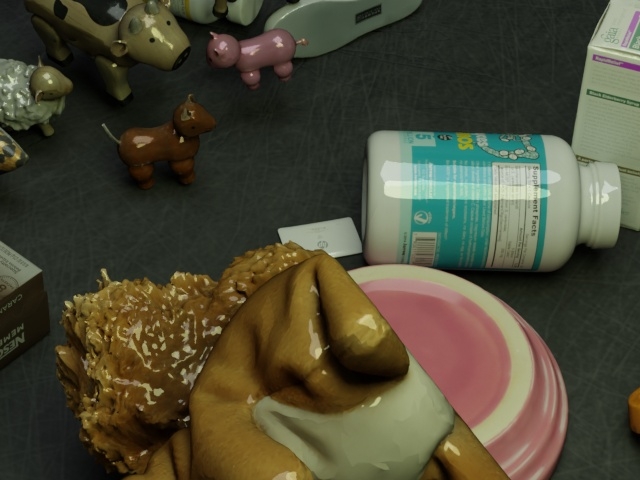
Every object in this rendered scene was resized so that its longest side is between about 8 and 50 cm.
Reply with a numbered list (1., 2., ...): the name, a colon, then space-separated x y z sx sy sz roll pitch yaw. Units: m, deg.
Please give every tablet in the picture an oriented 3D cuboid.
1. tablet: 0.000 0.000 1.950 0.083 0.006 0.054 -10 48 -12

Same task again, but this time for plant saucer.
1. plant saucer: 0.079 0.140 1.767 0.332 0.084 0.332 2 47 -2

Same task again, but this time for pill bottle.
1. pill bottle: 0.177 -0.040 1.903 0.264 0.146 0.146 2 46 -2
2. pill bottle: -0.162 -0.321 2.183 0.184 0.103 0.103 19 48 15

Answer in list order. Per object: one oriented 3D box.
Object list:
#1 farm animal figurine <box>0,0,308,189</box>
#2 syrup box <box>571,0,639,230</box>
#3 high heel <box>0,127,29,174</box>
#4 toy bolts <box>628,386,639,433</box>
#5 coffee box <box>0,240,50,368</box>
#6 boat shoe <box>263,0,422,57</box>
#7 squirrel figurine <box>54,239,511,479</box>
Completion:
1. farm animal figurine: -0.193 -0.244 2.004 0.326 0.172 0.330 17 64 15
2. syrup box: 0.327 -0.134 1.937 0.096 0.237 0.093 17 47 13
3. high heel: -0.454 -0.075 1.933 0.261 0.093 0.186 15 43 29
4. toy bolts: 0.424 0.203 1.727 0.228 0.159 0.218 -22 10 -10
5. coffee box: -0.409 0.038 1.826 0.246 0.098 0.141 33 53 26
6. boat shoe: 0.017 -0.287 2.181 0.228 0.080 0.076 -25 46 -26
7. squirrel figurine: -0.088 0.186 1.560 0.370 0.281 0.397 -39 38 0
